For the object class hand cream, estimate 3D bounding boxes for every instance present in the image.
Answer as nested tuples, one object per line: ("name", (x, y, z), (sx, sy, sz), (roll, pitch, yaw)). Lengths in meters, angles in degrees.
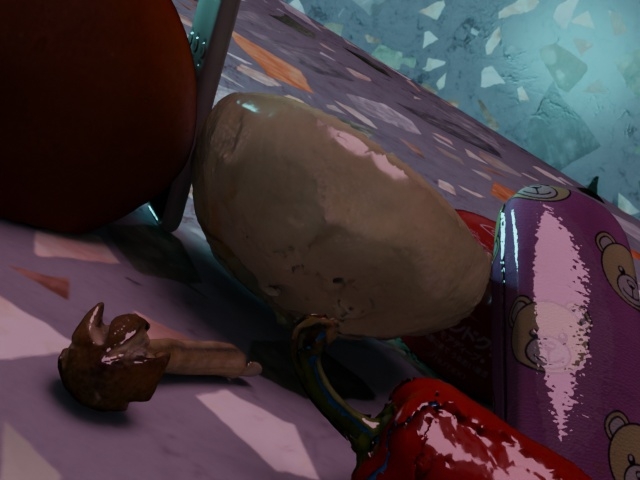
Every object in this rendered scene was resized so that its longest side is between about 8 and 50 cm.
("hand cream", (0.173, 0.068, 1.070), (0.193, 0.125, 0.193), (25, 16, -8))

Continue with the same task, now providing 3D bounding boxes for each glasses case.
("glasses case", (0.201, 0.091, 0.892), (0.123, 0.076, 0.316), (16, 55, -16))

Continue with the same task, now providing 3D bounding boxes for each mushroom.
("mushroom", (-0.098, 0.076, 0.725), (0.060, 0.061, 0.187), (31, 11, 25))

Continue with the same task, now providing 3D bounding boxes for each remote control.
("remote control", (-0.113, -0.135, 0.968), (0.029, 0.261, 0.067), (8, 21, -26))

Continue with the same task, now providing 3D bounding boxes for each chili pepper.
("chili pepper", (0.128, 0.183, 0.697), (0.387, 0.110, 0.110), (34, 16, -2))

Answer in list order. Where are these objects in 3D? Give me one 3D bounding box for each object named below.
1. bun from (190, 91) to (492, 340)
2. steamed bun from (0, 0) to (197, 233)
("bun", (0.000, 0.000, 0.904), (0.287, 0.146, 0.287), (32, -12, 8))
("steamed bun", (-0.272, -0.179, 0.859), (0.379, 0.248, 0.235), (17, 19, -32))
